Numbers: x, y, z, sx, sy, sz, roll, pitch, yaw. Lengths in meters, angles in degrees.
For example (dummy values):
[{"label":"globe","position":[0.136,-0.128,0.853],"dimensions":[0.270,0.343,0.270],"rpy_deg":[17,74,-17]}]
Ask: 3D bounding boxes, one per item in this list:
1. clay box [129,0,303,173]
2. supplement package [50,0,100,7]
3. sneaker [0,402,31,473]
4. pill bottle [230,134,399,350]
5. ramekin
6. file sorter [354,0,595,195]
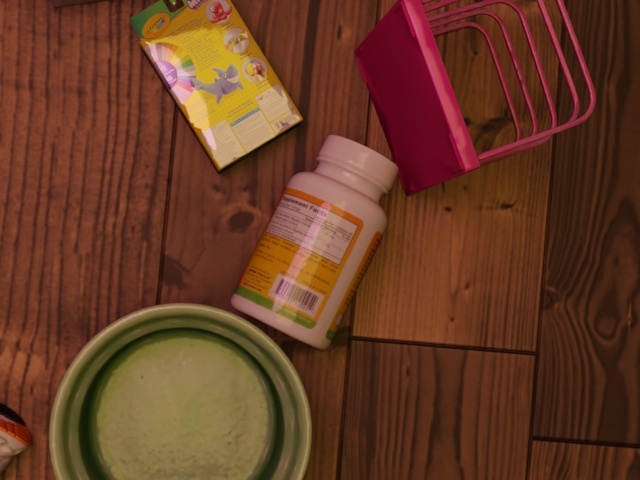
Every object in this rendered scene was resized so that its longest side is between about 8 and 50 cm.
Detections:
[{"label":"clay box","position":[-0.133,-0.212,1.527],"dimensions":[0.127,0.053,0.222],"rpy_deg":[-31,90,-6]},{"label":"supplement package","position":[-0.257,-0.361,1.493],"dimensions":[0.179,0.105,0.105],"rpy_deg":[-10,89,-6]},{"label":"sneaker","position":[-0.481,0.219,1.429],"dimensions":[0.262,0.099,0.121],"rpy_deg":[35,93,-23]},{"label":"pill bottle","position":[0.000,0.000,1.492],"dimensions":[0.136,0.136,0.246],"rpy_deg":[27,85,-5]},{"label":"ramekin","position":[-0.167,0.226,1.460],"dimensions":[0.303,0.148,0.304],"rpy_deg":[0,88,-6]},{"label":"file sorter","position":[0.181,-0.189,1.443],"dimensions":[0.182,0.290,0.202],"rpy_deg":[-20,90,-9]}]
